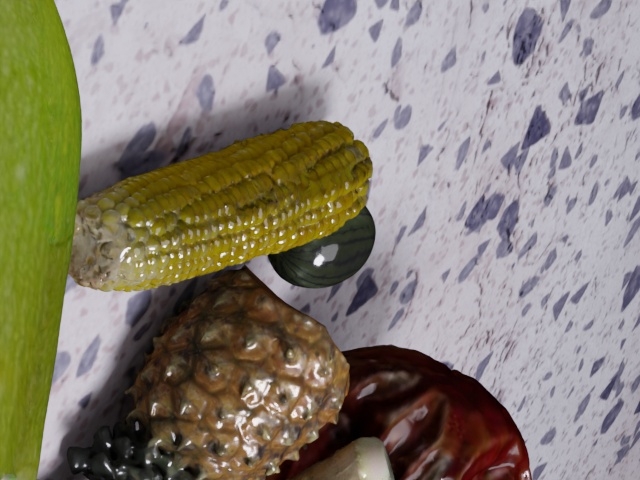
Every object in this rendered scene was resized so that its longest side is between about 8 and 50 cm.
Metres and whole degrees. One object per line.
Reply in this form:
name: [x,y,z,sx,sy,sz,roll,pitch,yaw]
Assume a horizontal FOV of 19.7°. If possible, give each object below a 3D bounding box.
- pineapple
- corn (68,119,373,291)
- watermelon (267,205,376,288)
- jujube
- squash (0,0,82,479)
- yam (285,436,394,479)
pineapple: [-0.113,0.153,1.416,0.278,0.158,0.158,-42,150,-9]
corn: [-0.067,-0.026,1.358,0.320,0.097,0.097,-19,132,-52]
watermelon: [0.000,0.000,1.514,0.110,0.078,0.078,-23,135,-50]
jujube: [0.011,0.271,1.585,0.377,0.276,0.276,-54,153,-15]
squash: [-0.253,-0.013,1.074,0.233,0.210,0.309,20,70,-62]
yam: [-0.073,0.242,1.460,0.299,0.066,0.066,-30,156,13]
